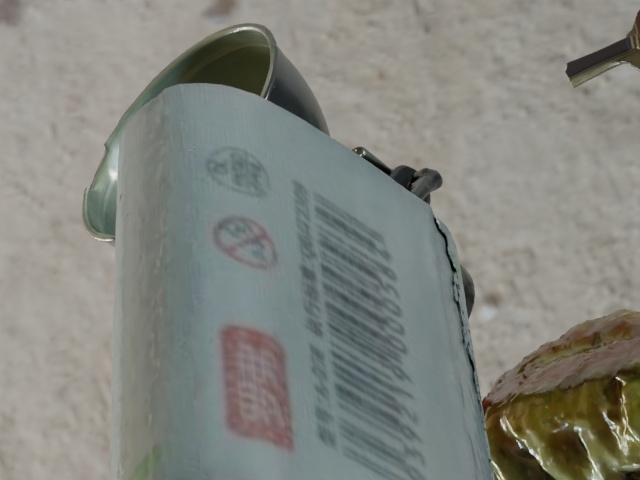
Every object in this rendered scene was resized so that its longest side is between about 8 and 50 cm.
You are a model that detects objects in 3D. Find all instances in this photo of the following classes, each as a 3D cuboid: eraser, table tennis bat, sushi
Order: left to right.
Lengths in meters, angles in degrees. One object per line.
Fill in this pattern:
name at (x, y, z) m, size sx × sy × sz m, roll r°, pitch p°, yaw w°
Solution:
eraser at (-0.004, 0.059, 0.758) m, size 0.174 × 0.227 × 0.081 m, roll 35°, pitch 119°, yaw -29°
table tennis bat at (0.140, -0.085, 0.807) m, size 0.083 × 0.007 × 0.050 m, roll -23°, pitch 47°, yaw 25°
sushi at (0.179, 0.133, 1.031) m, size 0.274 × 0.139 × 0.184 m, roll -19°, pitch 103°, yaw 40°

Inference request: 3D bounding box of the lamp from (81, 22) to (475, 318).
lamp at (0.000, 0.000, 1.089) m, size 0.147 × 0.172 × 0.227 m, roll -26°, pitch 126°, yaw 37°
